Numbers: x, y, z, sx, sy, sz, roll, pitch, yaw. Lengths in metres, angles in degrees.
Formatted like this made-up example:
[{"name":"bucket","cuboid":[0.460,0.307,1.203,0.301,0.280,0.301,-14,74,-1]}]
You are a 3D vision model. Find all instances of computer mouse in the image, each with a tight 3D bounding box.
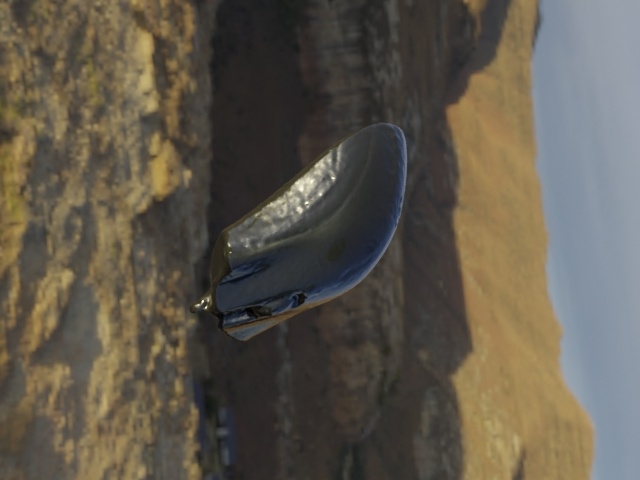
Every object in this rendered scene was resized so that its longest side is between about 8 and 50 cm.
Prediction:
[{"name":"computer mouse","cuboid":[0.000,0.000,0.978,0.088,0.264,0.147,45,-19,25]}]
